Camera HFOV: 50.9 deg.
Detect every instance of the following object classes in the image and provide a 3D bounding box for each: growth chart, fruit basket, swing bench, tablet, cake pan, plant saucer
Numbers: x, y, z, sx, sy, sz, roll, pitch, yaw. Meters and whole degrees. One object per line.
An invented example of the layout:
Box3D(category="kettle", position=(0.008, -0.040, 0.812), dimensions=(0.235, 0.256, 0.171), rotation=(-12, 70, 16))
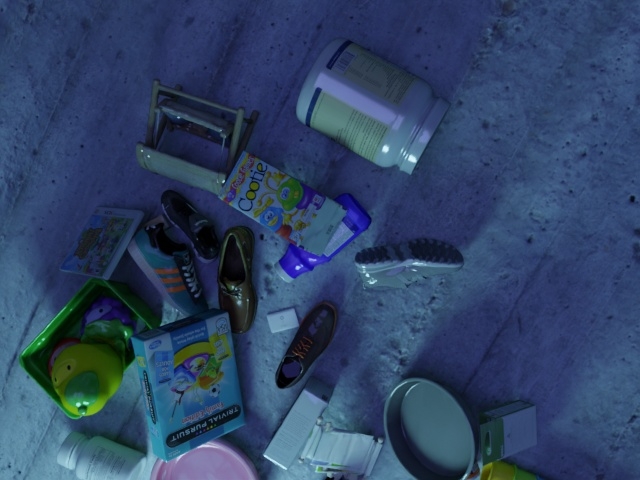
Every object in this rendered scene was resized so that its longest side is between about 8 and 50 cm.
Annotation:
Box3D(category="growth chart", position=(0.057, 0.576, 1.822), dimensions=(0.237, 0.021, 0.171), rotation=(23, 103, -24))
Box3D(category="fruit basket", position=(-0.628, 0.308, 1.798), dimensions=(0.283, 0.392, 0.392), rotation=(45, 102, 3))
Box3D(category="swing bench", position=(-0.331, -0.262, 1.778), dimensions=(0.254, 0.165, 0.254), rotation=(19, 100, 7))
Box3D(category="tablet", position=(-0.105, 0.223, 1.874), dimensions=(0.083, 0.006, 0.054), rotation=(-15, 93, 11))
Box3D(category="cake pan", position=(0.289, 0.494, 1.741), dimensions=(0.293, 0.054, 0.292), rotation=(9, 102, 46))
Box3D(category="plant saucer", position=(-0.323, 0.709, 1.932), dimensions=(0.333, 0.084, 0.331), rotation=(1, 97, 9))

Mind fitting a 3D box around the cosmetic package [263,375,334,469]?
Box3D(category="cosmetic package", position=(-0.059, 0.497, 1.843), dimensions=(0.086, 0.117, 0.231), rotation=(30, 99, 4))

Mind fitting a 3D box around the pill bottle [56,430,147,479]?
Box3D(category="pill bottle", position=(-0.638, 0.645, 1.956), dimensions=(0.230, 0.131, 0.131), rotation=(20, 100, 8))

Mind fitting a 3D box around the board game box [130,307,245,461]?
Box3D(category="board game box", position=(-0.345, 0.379, 1.798), dimensions=(0.079, 0.254, 0.335), rotation=(7, 108, 49))

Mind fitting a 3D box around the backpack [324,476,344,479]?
Box3D(category="backpack", position=(0.035, 0.715, 1.849), dimensions=(0.101, 0.120, 0.097), rotation=(33, 100, 5))

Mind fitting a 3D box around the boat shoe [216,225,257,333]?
Box3D(category="boat shoe", position=(-0.239, 0.115, 1.835), dimensions=(0.111, 0.104, 0.307), rotation=(-1, 97, 9))

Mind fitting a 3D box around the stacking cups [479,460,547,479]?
Box3D(category="stacking cups", position=(0.585, 0.664, 1.770), dimensions=(0.317, 0.096, 0.095), rotation=(20, 100, 2))

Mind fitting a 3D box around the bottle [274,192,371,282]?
Box3D(category="bottle", position=(0.000, 0.000, 1.785), dimensions=(0.283, 0.092, 0.118), rotation=(-42, 83, 12))

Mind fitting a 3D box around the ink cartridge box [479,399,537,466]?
Box3D(category="ink cartridge box", position=(0.460, 0.488, 1.712), dimensions=(0.209, 0.062, 0.108), rotation=(-7, 97, -34))

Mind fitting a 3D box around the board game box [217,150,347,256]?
Box3D(category="board game box", position=(-0.097, -0.095, 1.713), dimensions=(0.275, 0.142, 0.144), rotation=(31, 93, 27))

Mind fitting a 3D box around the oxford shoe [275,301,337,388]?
Box3D(category="oxford shoe", position=(-0.037, 0.291, 1.822), dimensions=(0.097, 0.098, 0.271), rotation=(29, 101, 6))

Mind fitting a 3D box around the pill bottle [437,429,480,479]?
Box3D(category="pill bottle", position=(0.361, 0.560, 1.790), dimensions=(0.086, 0.086, 0.151), rotation=(-20, 92, 12))

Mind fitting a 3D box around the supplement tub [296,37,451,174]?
Box3D(category="supplement tub", position=(0.129, -0.325, 1.651), dimensions=(0.325, 0.235, 0.235), rotation=(30, 101, 6))

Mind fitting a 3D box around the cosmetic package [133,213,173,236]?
Box3D(category="cosmetic package", position=(-0.472, -0.033, 1.883), dimensions=(0.115, 0.060, 0.041), rotation=(-28, 92, 11))

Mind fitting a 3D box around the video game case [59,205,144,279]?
Box3D(category="video game case", position=(-0.598, 0.003, 1.835), dimensions=(0.194, 0.023, 0.212), rotation=(6, 62, 34))

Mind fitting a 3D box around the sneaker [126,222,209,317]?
Box3D(category="sneaker", position=(-0.390, 0.086, 1.838), dimensions=(0.121, 0.108, 0.302), rotation=(-34, 105, 14))

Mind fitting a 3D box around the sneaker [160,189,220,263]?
Box3D(category="sneaker", position=(-0.344, -0.048, 1.829), dimensions=(0.078, 0.106, 0.234), rotation=(-36, 93, -31))

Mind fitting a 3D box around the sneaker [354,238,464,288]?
Box3D(category="sneaker", position=(0.234, 0.070, 1.766), dimensions=(0.282, 0.105, 0.115), rotation=(-3, 126, 9))
